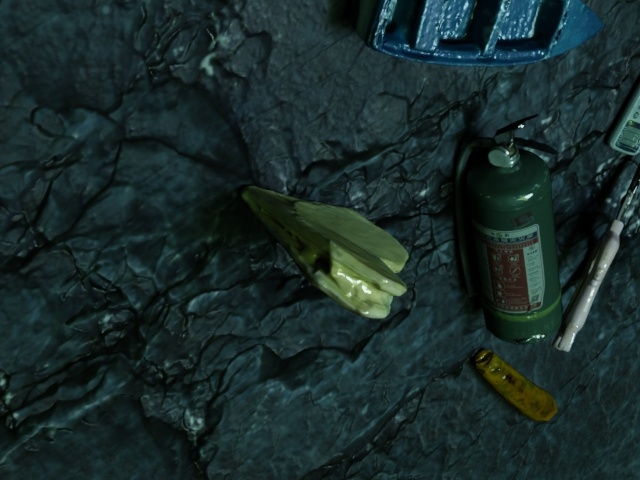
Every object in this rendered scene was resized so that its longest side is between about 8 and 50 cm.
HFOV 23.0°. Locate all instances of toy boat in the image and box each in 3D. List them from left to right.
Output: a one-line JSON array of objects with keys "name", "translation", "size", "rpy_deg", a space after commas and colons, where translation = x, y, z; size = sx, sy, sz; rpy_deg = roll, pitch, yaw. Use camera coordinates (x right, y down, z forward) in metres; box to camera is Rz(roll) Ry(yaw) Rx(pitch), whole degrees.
[{"name": "toy boat", "translation": [0.157, -0.222, 1.522], "size": [0.299, 0.062, 0.096], "rpy_deg": [-3, 120, -37]}]

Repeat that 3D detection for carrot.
[{"name": "carrot", "translation": [0.233, 0.174, 1.876], "size": [0.042, 0.042, 0.170], "rpy_deg": [-49, 135, 0]}]

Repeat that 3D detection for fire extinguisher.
[{"name": "fire extinguisher", "translation": [0.204, -0.019, 1.679], "size": [0.093, 0.118, 0.294], "rpy_deg": [-62, 150, -42]}]

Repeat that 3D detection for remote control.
[{"name": "remote control", "translation": [0.367, -0.155, 1.769], "size": [0.053, 0.018, 0.124], "rpy_deg": [15, 108, -43]}]

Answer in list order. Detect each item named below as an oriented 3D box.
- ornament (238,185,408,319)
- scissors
[{"name": "ornament", "translation": [0.000, 0.000, 1.494], "size": [0.180, 0.201, 0.059], "rpy_deg": [33, 99, -3]}, {"name": "scissors", "translation": [0.337, -0.021, 1.796], "size": [0.160, 0.024, 0.317], "rpy_deg": [33, 81, -84]}]
